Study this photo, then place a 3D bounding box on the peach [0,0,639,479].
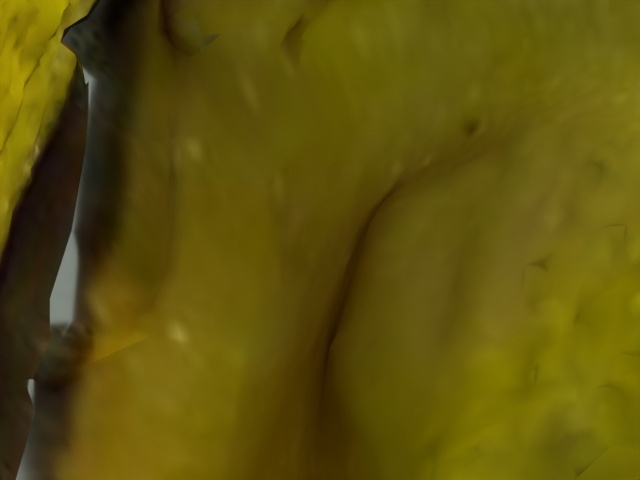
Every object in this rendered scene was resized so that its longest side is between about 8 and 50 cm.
[{"bbox_3d":[0.000,0.000,0.565,0.242,0.380,0.306,35,136,50],"label":"peach"}]
